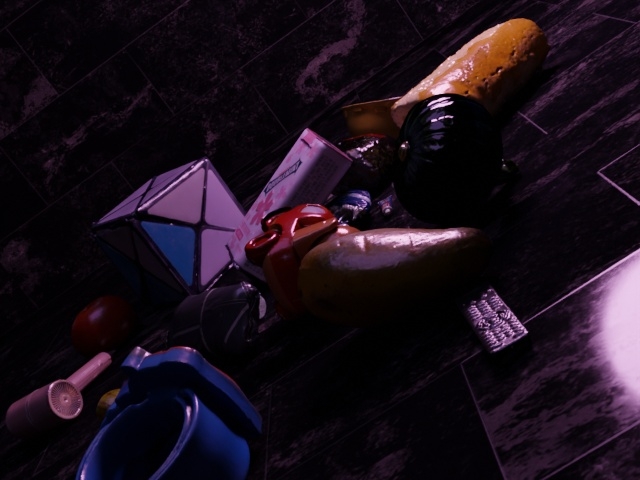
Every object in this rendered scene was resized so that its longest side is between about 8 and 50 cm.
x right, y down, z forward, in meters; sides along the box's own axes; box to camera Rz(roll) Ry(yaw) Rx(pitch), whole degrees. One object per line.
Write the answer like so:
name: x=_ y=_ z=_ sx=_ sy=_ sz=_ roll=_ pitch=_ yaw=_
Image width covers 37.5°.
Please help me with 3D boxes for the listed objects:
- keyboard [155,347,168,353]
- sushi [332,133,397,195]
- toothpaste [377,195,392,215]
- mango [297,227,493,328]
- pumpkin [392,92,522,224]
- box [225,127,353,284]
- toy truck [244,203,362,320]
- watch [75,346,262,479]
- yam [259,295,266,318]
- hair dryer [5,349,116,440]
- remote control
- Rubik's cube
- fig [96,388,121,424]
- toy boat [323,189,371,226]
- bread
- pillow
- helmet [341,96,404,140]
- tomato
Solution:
keyboard: x=-0.352 y=0.263 z=2.221 sx=0.155 sy=0.010 sz=0.053 roll=-23 pitch=21 yaw=42
sushi: x=0.095 y=-0.188 z=2.364 sx=0.225 sy=0.136 sz=0.126 roll=-10 pitch=32 yaw=45
toothpaste: x=0.148 y=-0.078 z=2.123 sx=0.037 sy=0.021 sz=0.140 roll=-29 pitch=13 yaw=8
mango: x=0.116 y=0.059 z=1.529 sx=0.330 sy=0.175 sz=0.176 roll=-1 pitch=57 yaw=35
pumpkin: x=0.262 y=-0.143 z=1.750 sx=0.248 sy=0.248 sz=0.248 roll=-34 pitch=15 yaw=10
box: x=-0.081 y=-0.079 z=2.249 sx=0.369 sy=0.112 sz=0.190 roll=-56 pitch=20 yaw=8
toy truck: x=0.002 y=0.026 z=1.837 sx=0.239 sy=0.189 sz=0.265 roll=-20 pitch=19 yaw=20
watch: x=-0.263 y=0.334 z=1.431 sx=0.305 sy=0.241 sz=0.274 roll=-25 pitch=31 yaw=30
yam: x=-0.191 y=0.159 z=2.075 sx=0.169 sy=0.068 sz=0.068 roll=-20 pitch=22 yaw=46
hair dryer: x=-0.629 y=0.372 z=2.399 sx=0.189 sy=0.106 sz=0.344 roll=-29 pitch=7 yaw=32
remote control: x=0.240 y=0.109 z=1.328 sx=0.063 sy=0.025 sz=0.245 roll=-34 pitch=14 yaw=6
Rubik's cube: x=-0.404 y=-0.012 z=2.641 sx=0.310 sy=0.305 sz=0.307 roll=-43 pitch=19 yaw=-34
fig: x=-0.395 y=0.344 z=1.920 sx=0.166 sy=0.093 sz=0.093 roll=-16 pitch=25 yaw=50
toy boat: x=0.023 y=-0.016 z=2.138 sx=0.210 sy=0.070 sz=0.291 roll=-32 pitch=18 yaw=33
bread: x=0.366 y=-0.367 z=2.236 sx=0.375 sy=0.165 sz=0.236 roll=-43 pitch=19 yaw=-30
pillow: x=-0.225 y=0.178 z=1.978 sx=0.335 sy=0.093 sz=0.161 roll=-15 pitch=61 yaw=49
helmet: x=0.175 y=-0.303 z=2.526 sx=0.205 sy=0.140 sz=0.257 roll=-7 pitch=5 yaw=-43
tomato: x=-0.607 y=0.238 z=2.630 sx=0.195 sy=0.136 sz=0.195 roll=-34 pitch=16 yaw=11
